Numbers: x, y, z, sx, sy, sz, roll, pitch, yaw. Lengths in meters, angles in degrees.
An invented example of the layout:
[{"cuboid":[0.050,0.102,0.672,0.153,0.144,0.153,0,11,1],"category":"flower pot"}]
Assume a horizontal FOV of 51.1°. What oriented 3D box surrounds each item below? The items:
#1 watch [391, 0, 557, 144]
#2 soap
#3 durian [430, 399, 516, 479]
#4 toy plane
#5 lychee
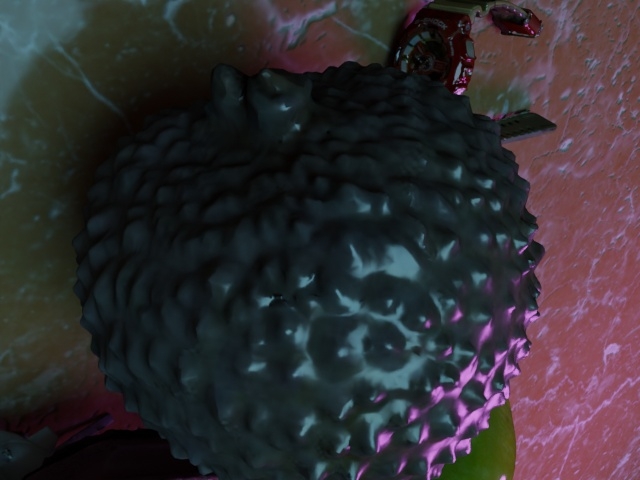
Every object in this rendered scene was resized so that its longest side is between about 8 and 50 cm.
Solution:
[{"cuboid":[0.199,-0.194,0.779,0.269,0.102,0.164,-14,121,-38],"category":"watch"},{"cuboid":[-0.162,0.280,0.634,0.289,0.112,0.182,13,93,-40],"category":"soap"},{"cuboid":[0.139,0.265,0.890,0.256,0.339,0.204,5,135,-11],"category":"durian"},{"cuboid":[-0.244,0.288,0.683,0.182,0.107,0.273,-36,104,-36],"category":"toy plane"},{"cuboid":[-0.007,0.037,0.579,0.380,0.380,0.432,-31,137,-16],"category":"lychee"}]
